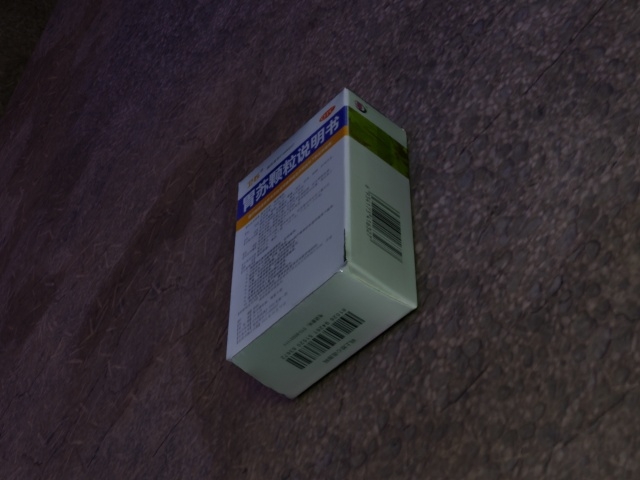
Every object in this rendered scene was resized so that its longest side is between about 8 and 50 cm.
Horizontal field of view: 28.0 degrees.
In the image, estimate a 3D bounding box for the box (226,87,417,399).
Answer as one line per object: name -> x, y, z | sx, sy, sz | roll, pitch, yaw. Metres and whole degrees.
box -> 0.000, 0.000, 1.442 | 0.200, 0.106, 0.299 | -39, 31, 31
